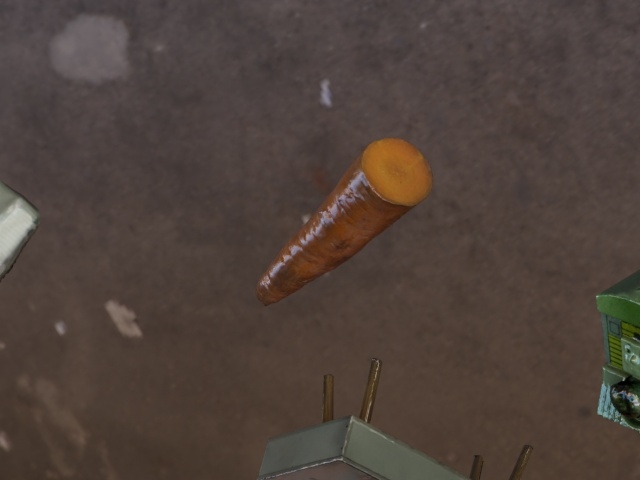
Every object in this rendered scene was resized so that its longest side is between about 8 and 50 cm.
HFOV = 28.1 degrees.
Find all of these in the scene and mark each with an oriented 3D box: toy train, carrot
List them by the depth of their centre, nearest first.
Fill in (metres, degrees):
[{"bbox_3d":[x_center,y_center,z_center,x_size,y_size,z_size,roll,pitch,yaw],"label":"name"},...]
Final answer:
[{"bbox_3d":[0.132,0.028,0.429,0.038,0.093,0.056,25,134,50],"label":"toy train"},{"bbox_3d":[0.000,0.000,0.979,0.057,0.057,0.224,53,137,5],"label":"carrot"}]

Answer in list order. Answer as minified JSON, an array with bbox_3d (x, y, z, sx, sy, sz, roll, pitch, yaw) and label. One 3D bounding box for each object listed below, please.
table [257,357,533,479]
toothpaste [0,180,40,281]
[{"bbox_3d":[0.085,0.199,1.118,0.240,0.111,0.121,31,147,-26],"label":"table"},{"bbox_3d":[-0.285,-0.099,0.490,0.392,0.099,0.061,40,152,-11],"label":"toothpaste"}]
